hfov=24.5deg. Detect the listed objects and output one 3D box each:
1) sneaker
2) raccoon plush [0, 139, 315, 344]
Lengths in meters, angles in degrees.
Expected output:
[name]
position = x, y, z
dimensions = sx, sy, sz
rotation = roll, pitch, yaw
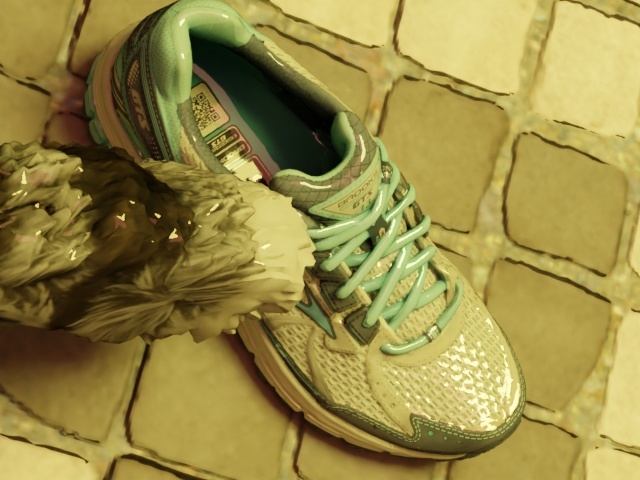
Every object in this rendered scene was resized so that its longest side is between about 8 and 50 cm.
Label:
[sneaker]
position = 0.000, 0.000, 0.713
dimensions = 0.283, 0.122, 0.110
rotation = 45, 67, -7
[raccoon plush]
position = -0.241, -0.089, 0.580
dimensions = 0.446, 0.216, 0.299
rotation = 10, 54, -48
